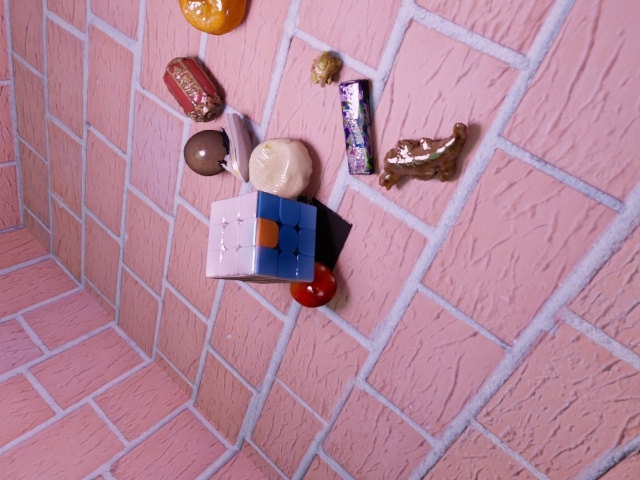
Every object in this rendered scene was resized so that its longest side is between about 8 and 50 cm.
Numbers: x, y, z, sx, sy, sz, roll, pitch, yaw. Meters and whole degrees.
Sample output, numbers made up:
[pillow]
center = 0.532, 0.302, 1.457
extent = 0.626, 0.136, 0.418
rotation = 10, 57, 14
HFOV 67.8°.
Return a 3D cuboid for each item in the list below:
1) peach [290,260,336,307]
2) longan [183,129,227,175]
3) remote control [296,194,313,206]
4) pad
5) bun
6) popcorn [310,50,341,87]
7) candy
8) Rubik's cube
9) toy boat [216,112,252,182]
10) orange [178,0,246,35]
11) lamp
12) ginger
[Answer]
[peach]
center = -0.025, 0.174, 1.841
extent = 0.197, 0.197, 0.198
rotation = 16, 118, 33
[longan]
center = -0.461, -0.362, 1.966
extent = 0.220, 0.196, 0.197
rotation = -11, 102, 38
[remote control]
center = -0.062, -0.068, 1.863
extent = 0.072, 0.042, 0.222
rotation = 19, 120, 34
[pad]
center = 0.000, 0.000, 1.877
extent = 0.202, 0.005, 0.300
rotation = 36, 128, 21
[bun]
center = -0.137, -0.260, 1.775
extent = 0.259, 0.160, 0.260
rotation = 0, 90, 39
[popcorn]
center = 0.012, -0.564, 1.568
extent = 0.089, 0.109, 0.097
rotation = 29, 170, -11
[candy]
center = 0.123, -0.370, 1.582
extent = 0.088, 0.061, 0.313
rotation = 6, 112, 34
[Rubik's cube]
center = -0.213, 0.003, 1.735
extent = 0.291, 0.291, 0.291
rotation = -6, 78, 43
[toy boat]
center = -0.333, -0.351, 1.847
extent = 0.140, 0.140, 0.270
rotation = -10, 75, 41
[orange]
center = -0.373, -0.868, 1.686
extent = 0.248, 0.183, 0.249
rotation = 15, 132, 18
[lamp]
center = -0.512, -0.609, 1.921
extent = 0.274, 0.177, 0.177
rotation = 54, 132, 9
[ginger]
center = 0.315, -0.247, 1.477
extent = 0.332, 0.080, 0.166
rotation = -13, 115, 34
